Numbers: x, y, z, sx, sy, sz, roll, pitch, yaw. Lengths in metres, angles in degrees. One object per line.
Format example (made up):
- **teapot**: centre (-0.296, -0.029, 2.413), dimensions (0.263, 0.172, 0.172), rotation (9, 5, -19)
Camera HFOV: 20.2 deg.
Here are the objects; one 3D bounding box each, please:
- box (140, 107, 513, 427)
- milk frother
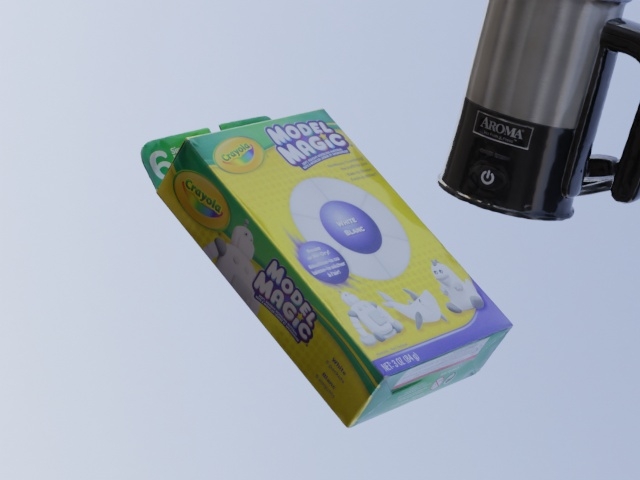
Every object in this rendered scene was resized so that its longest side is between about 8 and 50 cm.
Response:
- **box**: centre (0.000, 0.000, 0.875), dimensions (0.179, 0.105, 0.043), rotation (48, -52, 21)
- **milk frother**: centre (0.149, -0.088, 1.068), dimensions (0.143, 0.129, 0.135), rotation (-55, 160, -72)
